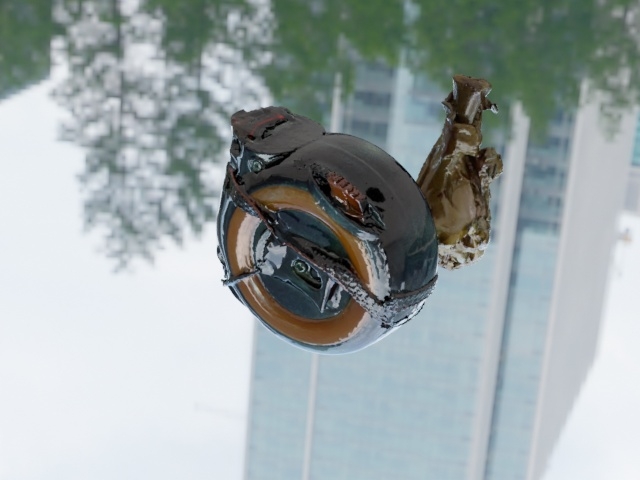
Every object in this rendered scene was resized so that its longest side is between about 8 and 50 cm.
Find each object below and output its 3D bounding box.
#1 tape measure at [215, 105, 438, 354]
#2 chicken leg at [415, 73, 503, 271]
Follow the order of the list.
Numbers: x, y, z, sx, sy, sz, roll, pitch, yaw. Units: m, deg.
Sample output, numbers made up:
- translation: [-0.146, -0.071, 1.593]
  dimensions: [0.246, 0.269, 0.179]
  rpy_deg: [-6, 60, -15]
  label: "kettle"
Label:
- translation: [0.000, 0.000, 1.480]
  dimensions: [0.222, 0.202, 0.135]
  rpy_deg: [28, -142, 25]
  label: "tape measure"
- translation: [0.133, -0.060, 1.563]
  dimensions: [0.085, 0.208, 0.101]
  rpy_deg: [8, -151, 2]
  label: "chicken leg"
